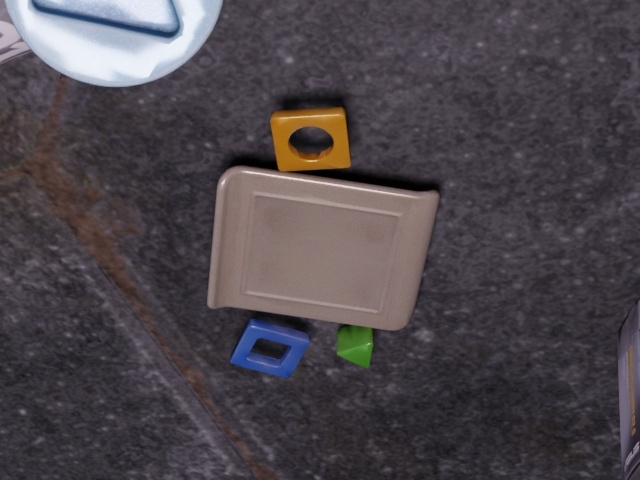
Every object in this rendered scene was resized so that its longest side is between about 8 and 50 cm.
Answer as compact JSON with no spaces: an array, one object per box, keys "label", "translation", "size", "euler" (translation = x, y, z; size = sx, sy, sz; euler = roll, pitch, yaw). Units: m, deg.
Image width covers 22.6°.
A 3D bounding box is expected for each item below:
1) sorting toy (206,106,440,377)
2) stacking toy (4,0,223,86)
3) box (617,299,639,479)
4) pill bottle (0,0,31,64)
[{"label":"sorting toy","translation":[0.000,0.000,1.452],"size":[0.196,0.047,0.348],"euler":[5,136,-4]},{"label":"stacking toy","translation":[-0.079,-0.250,0.924],"size":[0.309,0.130,0.280],"euler":[-27,107,5]},{"label":"box","translation":[0.389,0.165,1.464],"size":[0.231,0.183,0.056],"euler":[16,136,-7]},{"label":"pill bottle","translation":[-0.204,-0.239,1.107],"size":[0.361,0.204,0.204],"euler":[-20,130,13]}]
